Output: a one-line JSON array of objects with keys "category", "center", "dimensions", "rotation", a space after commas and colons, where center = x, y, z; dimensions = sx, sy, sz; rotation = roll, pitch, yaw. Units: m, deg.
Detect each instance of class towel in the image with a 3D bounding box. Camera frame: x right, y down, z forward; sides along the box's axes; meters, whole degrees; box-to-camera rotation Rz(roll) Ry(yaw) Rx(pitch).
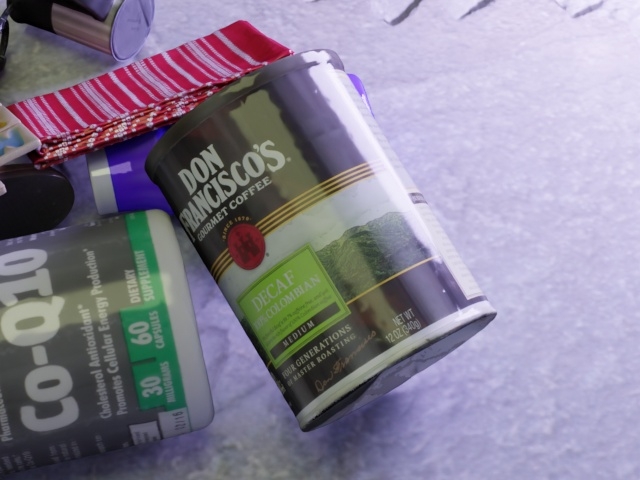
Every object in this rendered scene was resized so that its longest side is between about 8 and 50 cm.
[{"category": "towel", "center": [-0.173, -0.152, 1.723], "dimensions": [0.275, 0.031, 0.199], "rotation": [-21, 23, -11]}]

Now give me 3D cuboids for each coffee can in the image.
[{"category": "coffee can", "center": [0.000, 0.000, 1.520], "dimensions": [0.201, 0.201, 0.275], "rotation": [-29, 79, -17]}]

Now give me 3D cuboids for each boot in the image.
[{"category": "boot", "center": [-0.393, -0.035, 1.672], "dimensions": [0.305, 0.112, 0.115], "rotation": [-14, 46, -5]}]

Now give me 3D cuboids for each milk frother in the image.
[{"category": "milk frother", "center": [-0.270, -0.218, 1.802], "dimensions": [0.135, 0.129, 0.143], "rotation": [22, 102, 19]}]

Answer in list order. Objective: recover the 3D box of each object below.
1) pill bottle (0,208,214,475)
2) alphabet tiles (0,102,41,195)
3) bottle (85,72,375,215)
[{"category": "pill bottle", "center": [-0.287, 0.105, 1.505], "dimensions": [0.361, 0.204, 0.204], "rotation": [-13, 56, -6]}, {"category": "alphabet tiles", "center": [-0.429, -0.066, 1.650], "dimensions": [0.285, 0.011, 0.342], "rotation": [-29, 32, -16]}, {"category": "bottle", "center": [-0.086, -0.086, 1.695], "dimensions": [0.283, 0.092, 0.118], "rotation": [-12, 51, -6]}]
